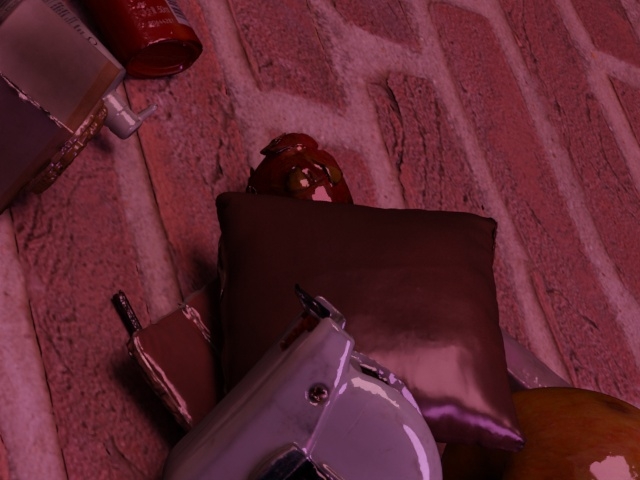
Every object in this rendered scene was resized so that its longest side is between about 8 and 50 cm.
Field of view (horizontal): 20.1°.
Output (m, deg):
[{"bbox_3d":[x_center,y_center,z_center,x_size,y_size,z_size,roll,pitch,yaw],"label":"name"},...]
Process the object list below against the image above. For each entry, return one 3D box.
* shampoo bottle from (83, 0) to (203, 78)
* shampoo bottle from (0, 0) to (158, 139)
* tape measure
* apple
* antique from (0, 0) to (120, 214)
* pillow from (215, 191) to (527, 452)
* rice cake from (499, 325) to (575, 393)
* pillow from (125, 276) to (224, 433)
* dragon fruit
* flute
[{"bbox_3d":[-0.250,-0.327,2.081,0.118,0.076,0.314,-9,62,-50],"label":"shampoo bottle"},{"bbox_3d":[-0.289,-0.210,1.911,0.262,0.085,0.085,47,34,-1],"label":"shampoo bottle"},{"bbox_3d":[-0.008,0.209,1.635,0.246,0.243,0.125,42,7,-11],"label":"tape measure"},{"bbox_3d":[0.242,0.274,1.847,0.264,0.264,0.264,29,38,-25],"label":"apple"},{"bbox_3d":[-0.297,-0.128,1.765,0.148,0.146,0.152,42,33,-12],"label":"antique"},{"bbox_3d":[0.046,0.077,1.809,0.305,0.108,0.308,4,48,-8],"label":"pillow"},{"bbox_3d":[0.162,0.103,2.101,0.399,0.064,0.070,40,40,-11],"label":"rice cake"},{"bbox_3d":[-0.108,0.114,1.801,0.126,0.043,0.232,51,27,1],"label":"pillow"},{"bbox_3d":[0.000,0.000,1.989,0.246,0.125,0.125,60,-9,-5],"label":"dragon fruit"},{"bbox_3d":[-0.140,0.162,1.755,0.014,0.014,0.269,-6,60,-50],"label":"flute"}]
